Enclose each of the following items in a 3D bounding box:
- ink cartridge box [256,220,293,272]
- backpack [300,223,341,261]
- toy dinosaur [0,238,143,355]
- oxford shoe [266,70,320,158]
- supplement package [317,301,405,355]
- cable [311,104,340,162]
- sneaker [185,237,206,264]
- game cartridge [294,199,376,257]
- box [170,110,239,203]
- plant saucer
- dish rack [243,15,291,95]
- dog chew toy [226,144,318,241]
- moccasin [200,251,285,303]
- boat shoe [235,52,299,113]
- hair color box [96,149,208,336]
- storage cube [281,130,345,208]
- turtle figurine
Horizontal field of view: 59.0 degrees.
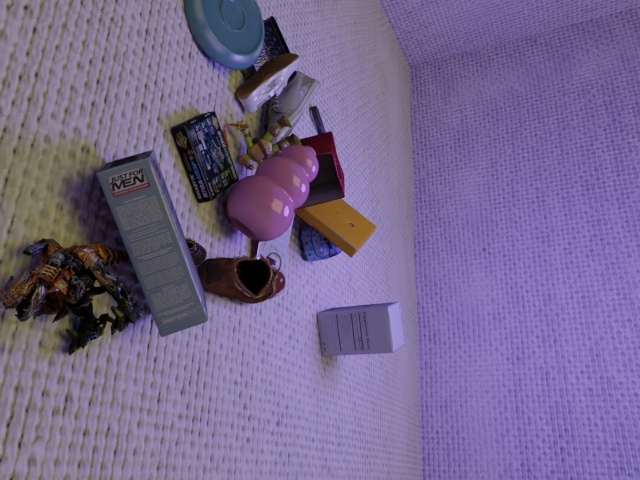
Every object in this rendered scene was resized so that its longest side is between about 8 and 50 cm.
[{"bbox_3d":[-0.169,-0.020,1.894,0.189,0.066,0.233,37,63,-59],"label":"ink cartridge box"},{"bbox_3d":[0.000,0.000,2.178,0.173,0.116,0.158,-15,95,-64],"label":"backpack"},{"bbox_3d":[-0.452,0.081,1.091,0.322,0.164,0.218,-39,103,-48],"label":"toy dinosaur"},{"bbox_3d":[-0.134,-0.454,2.017,0.130,0.169,0.449,33,51,-11],"label":"oxford shoe"},{"bbox_3d":[0.161,0.344,2.209,0.177,0.292,0.176,-1,84,-67],"label":"supplement package"},{"bbox_3d":[0.033,-0.445,2.449,0.139,0.072,0.287,-40,119,-69],"label":"cable"},{"bbox_3d":[-0.338,0.028,1.448,0.188,0.071,0.066,17,67,-64],"label":"sneaker"},{"bbox_3d":[0.044,-0.092,2.155,0.323,0.053,0.285,38,28,6],"label":"game cartridge"},{"bbox_3d":[-0.321,-0.238,1.599,0.175,0.051,0.220,-54,131,-58],"label":"box"},{"bbox_3d":[-0.280,-0.690,1.745,0.317,0.043,0.318,9,78,-49],"label":"plant saucer"},{"bbox_3d":[-0.191,-0.632,1.992,0.208,0.074,0.272,60,34,-38],"label":"dish rack"},{"bbox_3d":[-0.129,-0.158,1.709,0.332,0.206,0.207,-51,138,-16],"label":"dog chew toy"},{"bbox_3d":[-0.192,0.105,1.657,0.380,0.146,0.139,33,52,-63],"label":"moccasin"},{"bbox_3d":[-0.169,-0.530,1.909,0.277,0.098,0.096,-45,139,-23],"label":"boat shoe"},{"bbox_3d":[-0.363,0.001,1.255,0.185,0.113,0.375,-135,-151,-70],"label":"hair color box"},{"bbox_3d":[-0.027,-0.250,1.997,0.193,0.214,0.184,-87,161,-58],"label":"storage cube"},{"bbox_3d":[-0.174,-0.287,1.811,0.270,0.217,0.087,60,-10,-16],"label":"turtle figurine"}]
